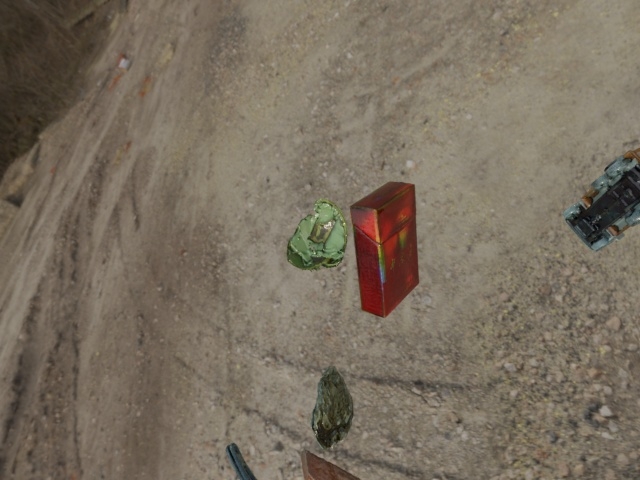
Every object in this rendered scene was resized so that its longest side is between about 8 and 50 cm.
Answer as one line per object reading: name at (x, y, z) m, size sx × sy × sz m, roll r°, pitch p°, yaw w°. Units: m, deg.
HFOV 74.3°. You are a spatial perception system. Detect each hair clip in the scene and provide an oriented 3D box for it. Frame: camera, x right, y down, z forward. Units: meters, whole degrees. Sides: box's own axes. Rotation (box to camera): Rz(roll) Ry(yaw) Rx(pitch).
hair clip at (-0.062, 0.369, 0.595) m, size 0.229 × 0.039 × 0.070 m, roll 22°, pitch 79°, yaw 30°

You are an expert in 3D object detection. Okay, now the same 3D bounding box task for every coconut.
coconut at (-0.003, 0.000, 0.916) m, size 0.158 × 0.133 × 0.055 m, roll -45°, pitch 2°, yaw -2°

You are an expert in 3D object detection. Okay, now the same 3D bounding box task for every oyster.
oyster at (0.023, 0.386, 0.976) m, size 0.064 × 0.125 × 0.177 m, roll -19°, pitch 18°, yaw 32°

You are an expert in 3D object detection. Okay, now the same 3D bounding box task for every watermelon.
watermelon at (0.028, 0.691, 1.184) m, size 0.140 × 0.256 × 0.193 m, roll -50°, pitch -1°, yaw -44°

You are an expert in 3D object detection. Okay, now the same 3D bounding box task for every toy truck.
toy truck at (0.734, -0.104, 1.010) m, size 0.162 × 0.305 × 0.136 m, roll -26°, pitch 67°, yaw -9°

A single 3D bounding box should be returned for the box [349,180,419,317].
box at (0.181, 0.021, 1.139) m, size 0.089 × 0.313 × 0.197 m, roll 13°, pitch 32°, yaw 39°
